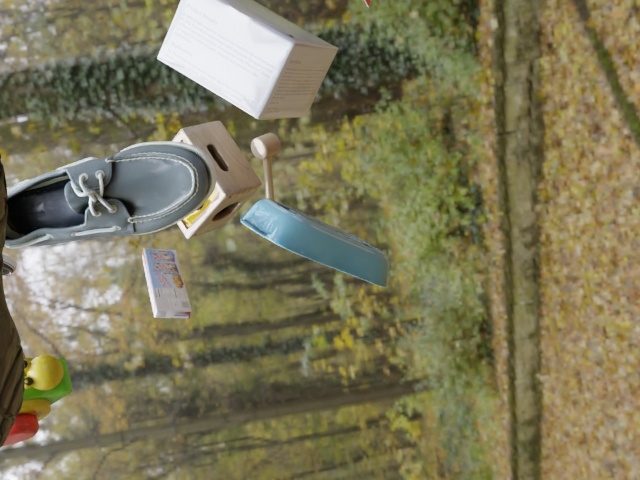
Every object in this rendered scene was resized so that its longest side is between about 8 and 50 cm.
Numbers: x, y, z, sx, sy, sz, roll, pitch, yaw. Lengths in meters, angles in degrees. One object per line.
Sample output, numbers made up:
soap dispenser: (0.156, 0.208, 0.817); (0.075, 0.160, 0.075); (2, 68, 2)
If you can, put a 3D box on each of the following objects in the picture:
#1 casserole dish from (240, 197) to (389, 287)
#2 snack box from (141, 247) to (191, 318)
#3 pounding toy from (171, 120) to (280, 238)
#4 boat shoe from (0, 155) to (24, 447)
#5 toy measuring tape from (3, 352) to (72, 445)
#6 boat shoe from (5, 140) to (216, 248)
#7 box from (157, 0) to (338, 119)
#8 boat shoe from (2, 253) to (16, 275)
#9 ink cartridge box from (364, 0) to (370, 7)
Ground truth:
casserole dish: (0.000, 0.000, 0.943); (0.114, 0.188, 0.037); (31, 97, 54)
snack box: (-0.280, 0.075, 1.572); (0.178, 0.064, 0.022); (-115, 36, -49)
pounding toy: (-0.149, -0.092, 1.318); (0.094, 0.206, 0.181); (-23, -105, -47)
boat shoe: (-0.311, 0.029, 0.658); (0.122, 0.120, 0.323); (-79, -8, -68)
toy measuring tape: (-0.429, 0.216, 1.082); (0.121, 0.330, 0.121); (30, -136, -33)
boat shoe: (-0.287, -0.048, 1.099); (0.099, 0.320, 0.116); (-46, -55, -69)
box: (-0.099, -0.268, 1.240); (0.119, 0.181, 0.182); (-62, -14, 18)
boat shoe: (-0.552, 0.038, 1.376); (0.142, 0.049, 0.040); (19, -126, -41)
ink cartridge box: (0.093, -0.659, 1.714); (0.261, 0.066, 0.296); (37, -122, -55)
